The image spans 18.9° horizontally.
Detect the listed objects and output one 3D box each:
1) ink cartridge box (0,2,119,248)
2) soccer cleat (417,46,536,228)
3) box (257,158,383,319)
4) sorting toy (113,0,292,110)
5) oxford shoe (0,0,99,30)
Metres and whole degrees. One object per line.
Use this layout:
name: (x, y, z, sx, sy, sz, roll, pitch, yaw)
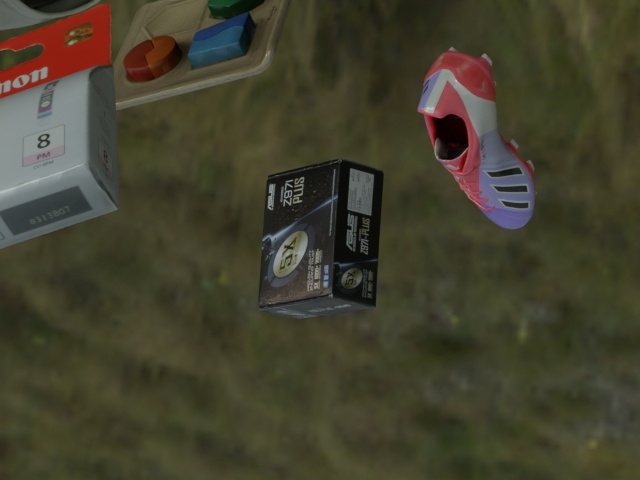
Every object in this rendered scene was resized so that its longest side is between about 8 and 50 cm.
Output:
ink cartridge box: (-0.239, -0.084, 1.349, 0.189, 0.232, 0.066, -18, 137, 10)
soccer cleat: (0.152, -0.085, 1.930, 0.083, 0.095, 0.248, 16, 147, 32)
box: (0.000, 0.000, 2.420, 0.077, 0.180, 0.147, 14, 165, -38)
sorting toy: (-0.126, -0.255, 2.111, 0.229, 0.307, 0.041, -16, 124, 22)
oxford shoe: (-0.358, -0.236, 1.639, 0.449, 0.169, 0.130, -15, -162, -41)
